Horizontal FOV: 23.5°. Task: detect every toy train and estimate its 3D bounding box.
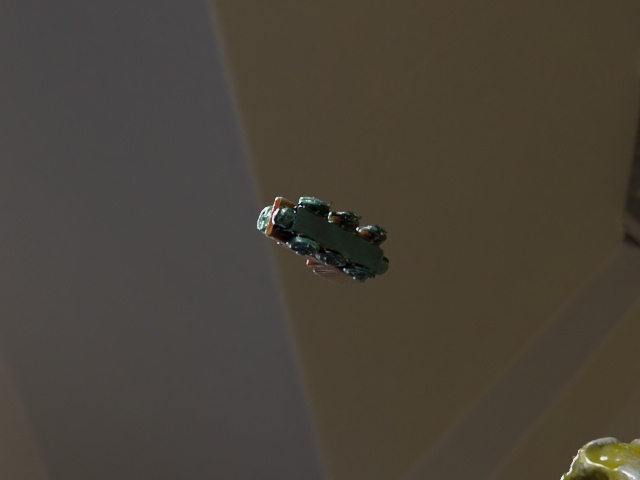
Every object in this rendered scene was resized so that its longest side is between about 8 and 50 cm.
[{"bbox_3d":[0.000,0.000,1.120,0.103,0.044,0.064,27,-17,-34],"label":"toy train"}]

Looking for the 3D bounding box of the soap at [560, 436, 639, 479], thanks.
[{"bbox_3d":[0.278,0.342,1.456,0.091,0.199,0.315,41,-66,48],"label":"soap"}]
